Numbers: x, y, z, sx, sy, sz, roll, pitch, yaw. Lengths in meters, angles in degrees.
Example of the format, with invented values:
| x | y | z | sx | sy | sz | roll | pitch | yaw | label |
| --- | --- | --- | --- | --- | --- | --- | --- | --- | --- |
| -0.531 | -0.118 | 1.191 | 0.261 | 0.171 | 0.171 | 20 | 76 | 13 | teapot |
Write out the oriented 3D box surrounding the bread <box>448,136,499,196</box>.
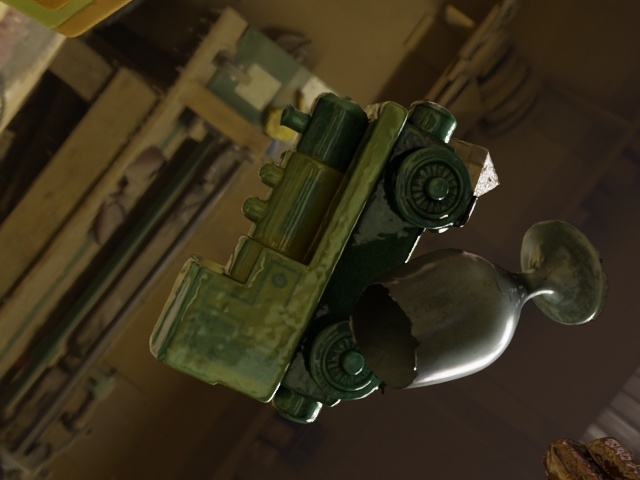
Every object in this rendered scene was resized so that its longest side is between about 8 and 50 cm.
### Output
| x | y | z | sx | sy | sz | roll | pitch | yaw | label |
| --- | --- | --- | --- | --- | --- | --- | --- | --- | --- |
| 0.258 | -0.133 | 1.574 | 0.152 | 0.077 | 0.105 | -32 | 139 | -57 | bread |

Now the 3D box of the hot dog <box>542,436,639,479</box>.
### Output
| x | y | z | sx | sy | sz | roll | pitch | yaw | label |
| --- | --- | --- | --- | --- | --- | --- | --- | --- | --- |
| 0.456 | 0.412 | 1.438 | 0.349 | 0.158 | 0.117 | -123 | -148 | -76 | hot dog |

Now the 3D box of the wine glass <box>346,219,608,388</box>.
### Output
| x | y | z | sx | sy | sz | roll | pitch | yaw | label |
| --- | --- | --- | --- | --- | --- | --- | --- | --- | --- |
| 0.155 | 0.060 | 0.907 | 0.241 | 0.126 | 0.126 | -17 | 156 | -31 | wine glass |

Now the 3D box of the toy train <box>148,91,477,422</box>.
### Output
| x | y | z | sx | sy | sz | roll | pitch | yaw | label |
| --- | --- | --- | --- | --- | --- | --- | --- | --- | --- |
| 0.000 | 0.000 | 0.978 | 0.369 | 0.237 | 0.150 | -64 | -168 | 0 | toy train |

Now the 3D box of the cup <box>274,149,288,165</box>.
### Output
| x | y | z | sx | sy | sz | roll | pitch | yaw | label |
| --- | --- | --- | --- | --- | --- | --- | --- | --- | --- |
| -0.023 | -0.086 | 1.152 | 0.083 | 0.075 | 0.054 | -15 | -156 | -5 | cup |

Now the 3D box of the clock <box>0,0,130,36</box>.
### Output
| x | y | z | sx | sy | sz | roll | pitch | yaw | label |
| --- | --- | --- | --- | --- | --- | --- | --- | --- | --- |
| -0.147 | -0.239 | 0.638 | 0.202 | 0.096 | 0.143 | -13 | -117 | 44 | clock |
